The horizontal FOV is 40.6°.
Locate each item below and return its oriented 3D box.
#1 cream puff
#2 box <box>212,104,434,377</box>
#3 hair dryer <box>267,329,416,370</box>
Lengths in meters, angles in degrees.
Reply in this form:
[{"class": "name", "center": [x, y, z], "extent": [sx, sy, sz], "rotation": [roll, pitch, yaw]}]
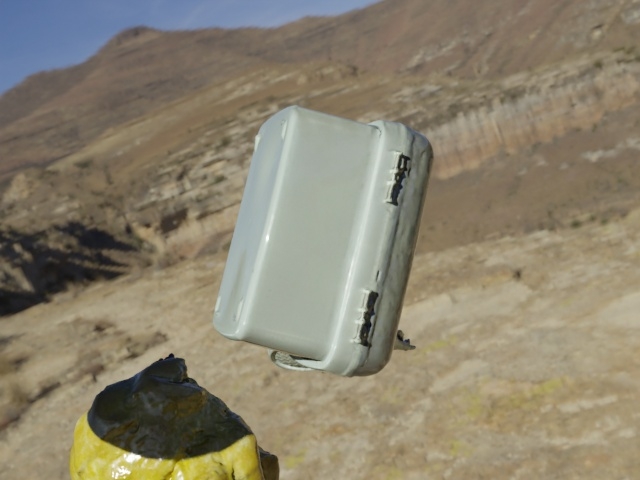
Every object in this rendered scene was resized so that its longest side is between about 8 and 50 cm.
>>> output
[{"class": "cream puff", "center": [-0.220, 0.360, 1.310], "extent": [0.274, 0.323, 0.270], "rotation": [-39, 50, -10]}, {"class": "box", "center": [0.000, 0.000, 0.708], "extent": [0.129, 0.210, 0.148], "rotation": [15, -6, -17]}, {"class": "hair dryer", "center": [0.040, 0.061, 0.951], "extent": [0.075, 0.206, 0.237], "rotation": [-10, -30, 37]}]
